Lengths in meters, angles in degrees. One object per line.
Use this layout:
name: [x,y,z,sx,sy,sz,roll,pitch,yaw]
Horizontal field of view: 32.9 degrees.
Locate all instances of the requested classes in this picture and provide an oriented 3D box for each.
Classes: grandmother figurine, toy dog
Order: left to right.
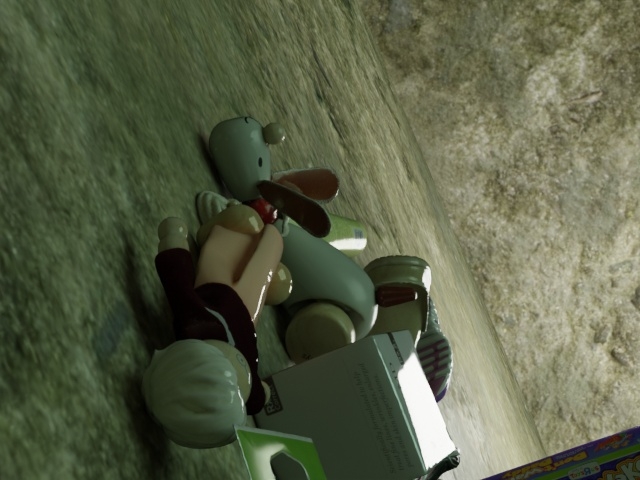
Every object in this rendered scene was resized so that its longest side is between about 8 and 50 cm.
grandmother figurine: [-0.090,0.072,0.991,0.208,0.104,0.342,54,15,-18]
toy dog: [0.000,0.000,1.310,0.334,0.161,0.220,59,15,-31]

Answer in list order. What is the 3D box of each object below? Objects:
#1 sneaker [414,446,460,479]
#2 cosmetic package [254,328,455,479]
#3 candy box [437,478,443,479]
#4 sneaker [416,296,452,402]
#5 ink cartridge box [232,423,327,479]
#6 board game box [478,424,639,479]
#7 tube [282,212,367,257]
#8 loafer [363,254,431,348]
sneaker: [0.103,0.304,1.352,0.178,0.072,0.077,-8,88,-37]
cosmetic package: [0.037,0.192,1.164,0.151,0.151,0.183,68,14,8]
candy box: [0.239,0.433,1.252,0.183,0.087,0.316,35,10,-42]
sneaker: [0.183,0.199,1.862,0.236,0.095,0.105,-96,166,-52]
ink cartridge box: [-0.034,0.288,0.865,0.189,0.097,0.255,34,34,-66]
board game box: [0.381,0.451,1.665,0.233,0.347,0.078,66,14,-5]
tube: [-0.001,-0.011,1.566,0.070,0.062,0.240,26,6,20]
loafer: [0.099,0.117,1.480,0.269,0.101,0.092,95,-8,-54]
